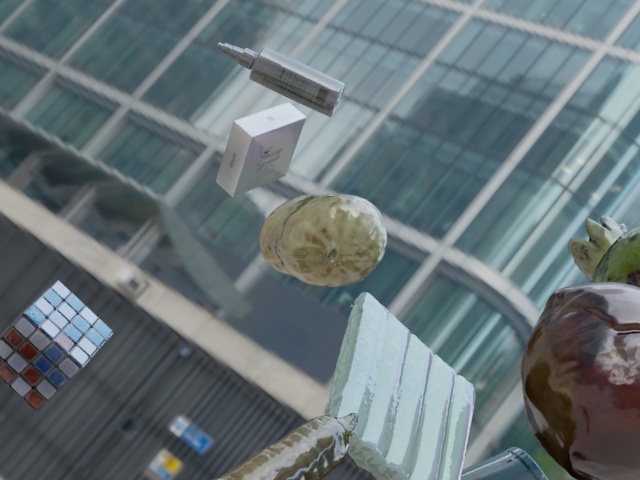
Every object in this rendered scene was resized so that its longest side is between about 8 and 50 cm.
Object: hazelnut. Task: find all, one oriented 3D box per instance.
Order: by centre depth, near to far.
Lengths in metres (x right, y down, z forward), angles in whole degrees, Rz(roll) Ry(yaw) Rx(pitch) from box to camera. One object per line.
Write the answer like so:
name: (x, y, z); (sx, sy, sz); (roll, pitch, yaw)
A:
hazelnut: (0.314, 0.151, 1.221); (0.229, 0.229, 0.229); (37, -14, 11)

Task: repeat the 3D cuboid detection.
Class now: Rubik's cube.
Rubik's cube: (-0.311, 0.119, 1.370); (0.092, 0.092, 0.092); (44, 26, -7)

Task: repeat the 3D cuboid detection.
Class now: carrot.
carrot: (-0.088, 0.223, 0.919); (0.070, 0.342, 0.070); (28, -49, 37)

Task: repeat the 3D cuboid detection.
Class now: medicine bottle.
medicine bottle: (-0.063, -0.249, 1.781); (0.199, 0.057, 0.057); (24, -15, 1)

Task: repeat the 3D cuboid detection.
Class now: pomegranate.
pomegranate: (0.482, 0.058, 1.760); (0.306, 0.242, 0.242); (53, -6, 29)

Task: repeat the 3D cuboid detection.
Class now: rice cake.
rice cake: (0.085, 0.169, 1.228); (0.189, 0.198, 0.037); (42, -55, -9)

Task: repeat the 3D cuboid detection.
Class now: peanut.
peanut: (0.000, 0.000, 1.612); (0.129, 0.129, 0.224); (45, -21, -20)

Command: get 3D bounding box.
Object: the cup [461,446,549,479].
cup: (0.159, 0.441, 1.487); (0.242, 0.292, 0.308); (-121, -164, -47)

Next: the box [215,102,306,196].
box: (-0.100, -0.152, 1.998); (0.051, 0.129, 0.130); (40, -48, 23)
